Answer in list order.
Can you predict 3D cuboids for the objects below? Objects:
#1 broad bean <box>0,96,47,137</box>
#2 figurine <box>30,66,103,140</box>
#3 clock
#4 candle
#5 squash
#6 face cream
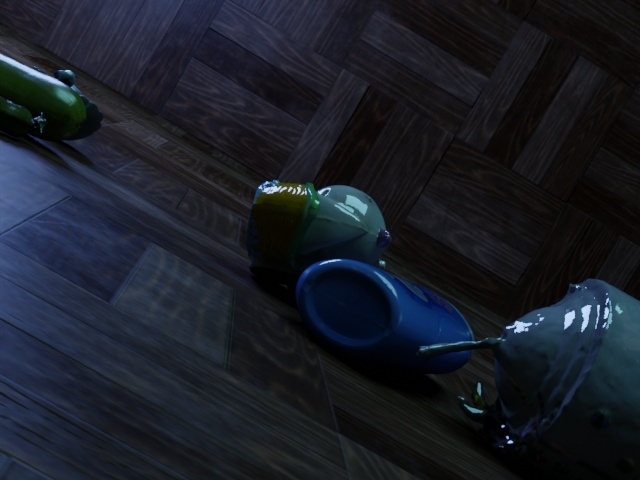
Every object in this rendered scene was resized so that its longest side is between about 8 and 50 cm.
[{"bbox_3d":[-0.365,-0.155,1.202,0.226,0.039,0.069,29,11,-31],"label":"broad bean"},{"bbox_3d":[-0.302,-0.164,1.433,0.082,0.094,0.086,-12,62,-27],"label":"figurine"},{"bbox_3d":[0.000,0.000,1.284,0.144,0.103,0.231,15,-12,3],"label":"clock"},{"bbox_3d":[0.240,0.134,1.079,0.330,0.187,0.187,29,4,-7],"label":"candle"},{"bbox_3d":[-0.339,-0.163,1.328,0.201,0.066,0.066,25,3,11],"label":"squash"},{"bbox_3d":[0.076,0.081,1.199,0.149,0.083,0.264,30,3,24],"label":"face cream"}]
